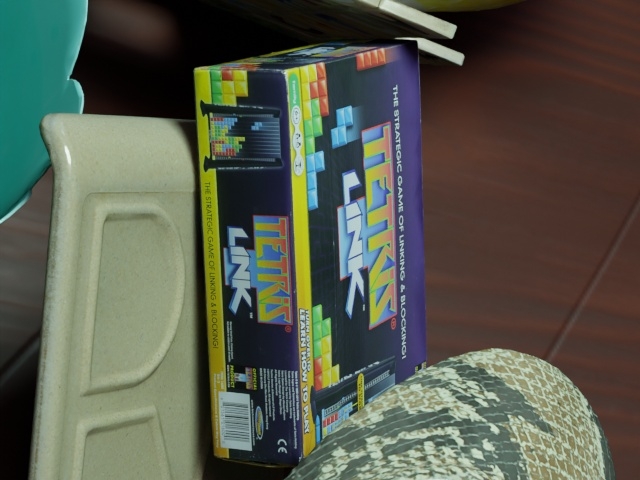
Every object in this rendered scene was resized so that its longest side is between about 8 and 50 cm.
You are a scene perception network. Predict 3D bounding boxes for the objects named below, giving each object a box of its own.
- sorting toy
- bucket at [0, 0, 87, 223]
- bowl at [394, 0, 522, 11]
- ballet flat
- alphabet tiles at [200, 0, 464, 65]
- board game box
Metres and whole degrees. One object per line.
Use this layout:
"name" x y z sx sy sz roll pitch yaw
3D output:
"sorting toy" -0.048 0.061 0.879 0.307 0.041 0.229 -3 96 -65
"bucket" -0.252 -0.071 0.819 0.281 0.183 0.281 14 57 -22
"bowl" 0.026 -0.202 1.050 0.289 0.289 0.156 30 95 -12
"ballet flat" -0.025 0.221 0.697 0.483 0.182 0.164 -43 97 -20
"alphabet tiles" -0.028 -0.123 0.966 0.198 0.237 0.009 20 90 -20
"board game box" 0.000 0.000 0.867 0.141 0.048 0.170 -23 114 -61
